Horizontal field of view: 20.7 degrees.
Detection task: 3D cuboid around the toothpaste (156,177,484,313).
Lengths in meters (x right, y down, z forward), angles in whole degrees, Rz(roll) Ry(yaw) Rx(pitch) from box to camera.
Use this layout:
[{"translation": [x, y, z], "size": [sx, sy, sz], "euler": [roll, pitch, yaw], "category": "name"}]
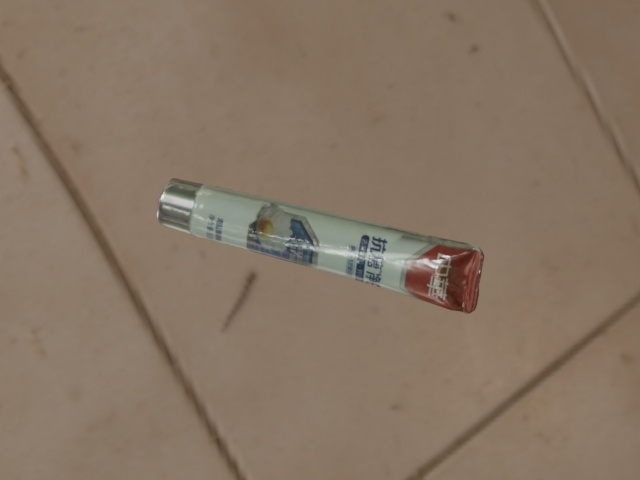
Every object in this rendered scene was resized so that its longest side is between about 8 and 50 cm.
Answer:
[{"translation": [0.000, 0.000, 1.257], "size": [0.239, 0.062, 0.039], "euler": [14, 39, 10], "category": "toothpaste"}]
